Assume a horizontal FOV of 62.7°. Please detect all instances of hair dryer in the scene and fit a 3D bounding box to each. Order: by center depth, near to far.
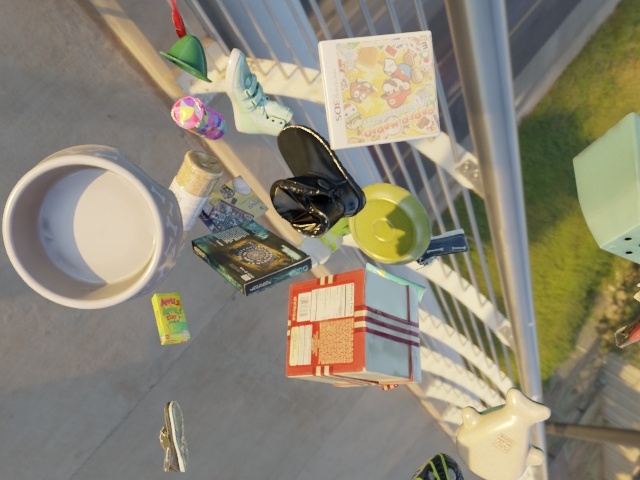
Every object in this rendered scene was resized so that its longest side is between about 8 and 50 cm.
[{"bbox_3d":[0.879,0.209,1.356,0.293,0.080,0.223,-30,138,-78],"label":"hair dryer"}]

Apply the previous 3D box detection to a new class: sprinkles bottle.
[{"bbox_3d":[-0.422,-0.102,1.604,0.121,0.121,0.355,0,135,-47],"label":"sprinkles bottle"}]

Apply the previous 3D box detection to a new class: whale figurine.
[{"bbox_3d":[0.451,0.460,1.289,0.141,0.216,0.272,-37,152,-57],"label":"whale figurine"}]

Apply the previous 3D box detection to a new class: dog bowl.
[{"bbox_3d":[-0.463,-0.021,1.066,0.349,0.102,0.348,-1,100,-5],"label":"dog bowl"}]

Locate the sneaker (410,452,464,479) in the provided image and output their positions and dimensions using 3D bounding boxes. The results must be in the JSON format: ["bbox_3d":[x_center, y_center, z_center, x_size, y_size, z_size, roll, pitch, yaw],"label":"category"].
[{"bbox_3d":[0.222,0.678,1.273,0.385,0.145,0.147,-42,179,-40],"label":"sneaker"}]

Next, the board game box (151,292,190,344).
[{"bbox_3d":[-0.534,0.276,1.874,0.092,0.181,0.043,0,146,-38],"label":"board game box"}]

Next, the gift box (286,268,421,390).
[{"bbox_3d":[0.074,0.209,1.233,0.258,0.276,0.255,24,65,-45],"label":"gift box"}]

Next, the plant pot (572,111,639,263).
[{"bbox_3d":[0.618,-0.087,1.024,0.165,0.166,0.234,124,-15,-58],"label":"plant pot"}]

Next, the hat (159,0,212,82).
[{"bbox_3d":[-0.383,-0.615,1.617,0.183,0.173,0.208,-62,155,4],"label":"hat"}]

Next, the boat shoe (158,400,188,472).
[{"bbox_3d":[-0.448,0.589,1.570,0.084,0.079,0.233,-79,168,-74],"label":"boat shoe"}]

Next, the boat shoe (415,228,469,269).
[{"bbox_3d":[0.327,0.035,1.594,0.255,0.079,0.095,-15,168,-12],"label":"boat shoe"}]

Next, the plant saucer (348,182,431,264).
[{"bbox_3d":[0.172,-0.033,1.393,0.037,0.241,0.241,-40,143,-50],"label":"plant saucer"}]

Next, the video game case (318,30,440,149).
[{"bbox_3d":[0.119,-0.296,1.038,0.227,0.026,0.206,-9,100,-10],"label":"video game case"}]

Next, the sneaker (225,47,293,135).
[{"bbox_3d":[-0.139,-0.352,1.269,0.256,0.151,0.094,86,16,-62],"label":"sneaker"}]

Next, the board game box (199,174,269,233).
[{"bbox_3d":[-0.307,-0.111,1.815,0.042,0.165,0.243,-38,-177,42],"label":"board game box"}]

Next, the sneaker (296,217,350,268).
[{"bbox_3d":[0.000,0.000,1.518,0.240,0.126,0.091,-37,105,-16],"label":"sneaker"}]

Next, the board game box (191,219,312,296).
[{"bbox_3d":[-0.118,0.023,0.879,0.126,0.186,0.026,-21,123,-31],"label":"board game box"}]

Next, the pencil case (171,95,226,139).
[{"bbox_3d":[-0.368,-0.374,1.625,0.104,0.104,0.236,-60,175,5],"label":"pencil case"}]

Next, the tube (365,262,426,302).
[{"bbox_3d":[0.241,0.142,1.727,0.052,0.207,0.080,-31,138,-63],"label":"tube"}]

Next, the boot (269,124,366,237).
[{"bbox_3d":[-0.034,-0.124,1.010,0.094,0.246,0.207,-45,171,29],"label":"boot"}]
